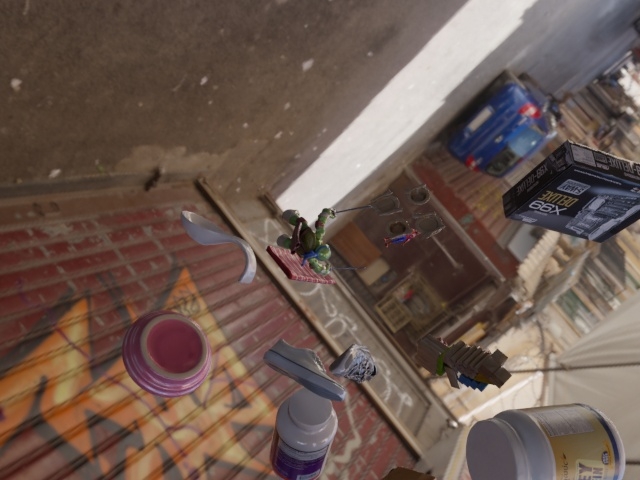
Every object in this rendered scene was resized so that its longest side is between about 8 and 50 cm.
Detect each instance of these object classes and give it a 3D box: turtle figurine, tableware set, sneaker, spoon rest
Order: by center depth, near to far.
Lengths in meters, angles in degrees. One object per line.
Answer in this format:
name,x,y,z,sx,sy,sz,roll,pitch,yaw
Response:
tableware set,0.206,-0.066,1.426,0.141,0.168,0.020,-15,143,-5
spoon rest,-0.270,0.000,1.623,0.084,0.276,0.137,-53,159,10
sneaker,-0.033,0.341,1.626,0.091,0.258,0.094,-53,154,-26
sneaker,0.120,0.393,1.884,0.105,0.115,0.281,-46,162,15
turtle figurine,0.000,0.000,1.889,0.275,0.197,0.266,-32,-145,-23

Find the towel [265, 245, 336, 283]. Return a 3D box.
towel,-0.077,0.100,2.431,0.275,0.199,0.031,11,120,-47

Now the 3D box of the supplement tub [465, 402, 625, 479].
supplement tub,0.539,0.520,1.458,0.317,0.228,0.228,1,156,-22

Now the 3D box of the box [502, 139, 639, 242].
box,0.641,-0.109,1.456,0.308,0.076,0.242,13,147,-19

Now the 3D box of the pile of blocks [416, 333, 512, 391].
pile of blocks,0.469,0.389,1.915,0.113,0.148,0.362,-33,-156,-29

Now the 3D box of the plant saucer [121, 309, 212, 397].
plant saucer,-0.538,0.394,2.165,0.332,0.332,0.084,-32,171,-47

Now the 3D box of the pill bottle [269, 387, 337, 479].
pill bottle,-0.051,0.579,1.794,0.181,0.182,0.322,-34,149,-38

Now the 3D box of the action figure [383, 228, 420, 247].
action figure,0.254,-0.009,1.859,0.115,0.038,0.030,-21,-148,0

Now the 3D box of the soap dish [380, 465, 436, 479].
soap dish,0.122,0.579,1.127,0.229,0.118,0.290,-29,129,-26
